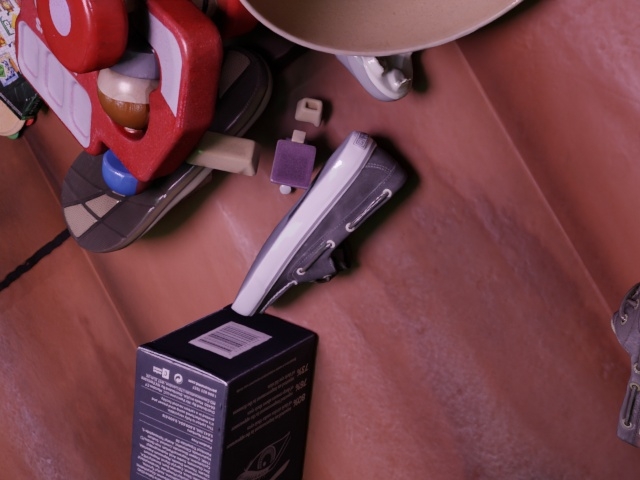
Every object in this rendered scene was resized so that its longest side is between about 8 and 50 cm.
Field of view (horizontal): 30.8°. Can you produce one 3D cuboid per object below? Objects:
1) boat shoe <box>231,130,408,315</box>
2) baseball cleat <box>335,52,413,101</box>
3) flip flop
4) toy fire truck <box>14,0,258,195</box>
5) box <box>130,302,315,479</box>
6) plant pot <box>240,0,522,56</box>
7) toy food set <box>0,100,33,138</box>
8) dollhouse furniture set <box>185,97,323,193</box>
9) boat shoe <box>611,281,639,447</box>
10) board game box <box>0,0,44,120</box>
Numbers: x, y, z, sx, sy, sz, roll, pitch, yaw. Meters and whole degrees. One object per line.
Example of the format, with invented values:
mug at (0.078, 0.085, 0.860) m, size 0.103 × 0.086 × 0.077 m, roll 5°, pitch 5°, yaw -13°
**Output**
boat shoe at (0.000, 0.000, 1.070) m, size 0.076 × 0.080 × 0.228 m, roll 34°, pitch 118°, yaw -8°
baseball cleat at (0.007, -0.200, 1.018) m, size 0.109 × 0.072 × 0.206 m, roll -34°, pitch 78°, yaw 46°
flip flop at (-0.146, -0.082, 1.138) m, size 0.277 × 0.080 × 0.112 m, roll -40°, pitch 67°, yaw 19°
toy fire truck at (-0.187, -0.180, 1.034) m, size 0.302 × 0.169 × 0.254 m, roll 46°, pitch 141°, yaw 31°
box at (-0.096, 0.188, 1.130) m, size 0.108 × 0.153 × 0.207 m, roll 18°, pitch 112°, yaw 28°
plant pot at (0.044, -0.305, 0.860) m, size 0.284 × 0.284 × 0.191 m, roll -46°, pitch 46°, yaw 33°
toy food set at (-0.348, -0.154, 1.278) m, size 0.082 × 0.020 × 0.083 m, roll 11°, pitch 109°, yaw 30°
dollhouse furniture set at (-0.062, -0.087, 1.074) m, size 0.114 × 0.081 × 0.091 m, roll 11°, pitch 71°, yaw -4°
boat shoe at (0.264, 0.069, 0.910) m, size 0.073 × 0.080 × 0.224 m, roll 5°, pitch 111°, yaw 26°
board game box at (-0.363, -0.262, 1.236) m, size 0.259 × 0.030 × 0.136 m, roll 44°, pitch 115°, yaw 13°
